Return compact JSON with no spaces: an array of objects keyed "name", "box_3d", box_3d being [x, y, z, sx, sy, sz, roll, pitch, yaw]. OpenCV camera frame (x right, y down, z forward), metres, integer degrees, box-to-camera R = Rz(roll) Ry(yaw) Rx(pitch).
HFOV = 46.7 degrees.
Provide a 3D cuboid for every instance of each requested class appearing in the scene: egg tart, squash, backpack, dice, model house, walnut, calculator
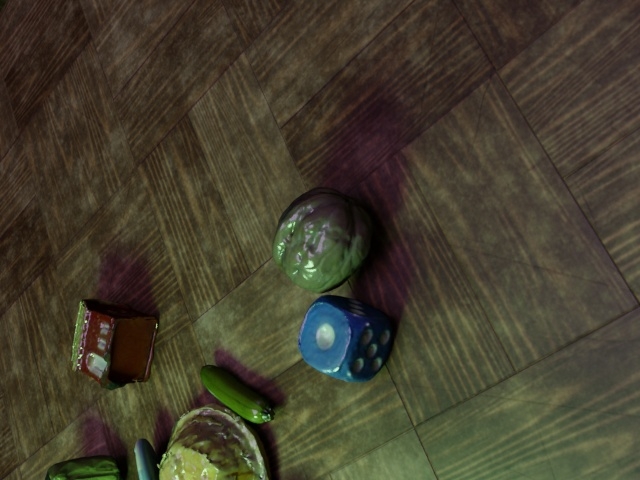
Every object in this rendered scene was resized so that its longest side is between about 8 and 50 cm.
[{"name":"egg tart","box_3d":[-0.271,0.562,1.738,0.352,0.150,0.351,0,91,35]},{"name":"squash","box_3d":[-0.197,0.367,1.746,0.258,0.069,0.069,26,104,39]},{"name":"backpack","box_3d":[-0.647,0.711,2.022,0.140,0.207,0.253,-150,63,-61]},{"name":"dice","box_3d":[0.049,0.197,1.496,0.147,0.146,0.143,25,101,40]},{"name":"model house","box_3d":[-0.585,0.273,2.027,0.254,0.160,0.195,15,97,42]},{"name":"walnut","box_3d":[0.000,0.000,1.521,0.224,0.224,0.224,-3,85,40]},{"name":"calculator","box_3d":[-0.407,0.636,1.846,0.188,0.042,0.302,82,164,-54]}]
